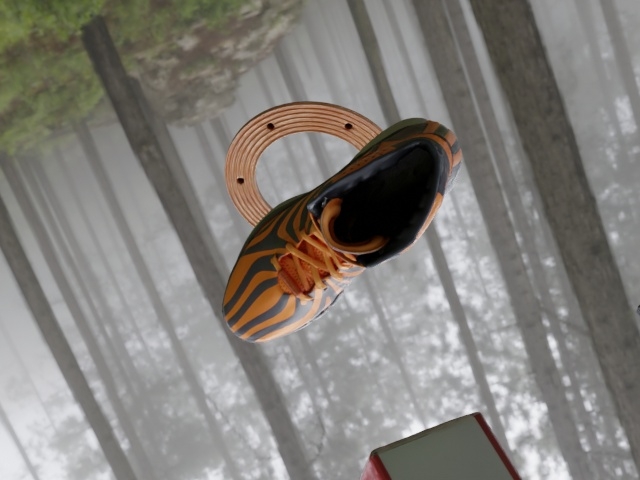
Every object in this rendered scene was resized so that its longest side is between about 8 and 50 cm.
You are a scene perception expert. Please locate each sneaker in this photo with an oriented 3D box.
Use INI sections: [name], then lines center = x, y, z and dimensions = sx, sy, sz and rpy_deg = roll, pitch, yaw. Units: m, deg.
[sneaker]
center = 0.000, 0.000, 0.863
dimensions = 0.321, 0.124, 0.180
rpy_deg = -45, 180, 17

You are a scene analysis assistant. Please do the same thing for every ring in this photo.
[ring]
center = -0.011, -0.117, 1.626
dimensions = 0.336, 0.336, 0.032
rpy_deg = -15, -143, 20

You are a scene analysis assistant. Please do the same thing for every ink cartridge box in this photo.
[ink cartridge box]
center = 0.107, 0.311, 0.771
dimensions = 0.114, 0.273, 0.197
rpy_deg = -15, -124, -23

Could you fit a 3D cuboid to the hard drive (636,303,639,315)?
[hard drive]
center = 0.539, 0.086, 1.268
dimensions = 0.135, 0.022, 0.094
rpy_deg = -39, -124, -18
